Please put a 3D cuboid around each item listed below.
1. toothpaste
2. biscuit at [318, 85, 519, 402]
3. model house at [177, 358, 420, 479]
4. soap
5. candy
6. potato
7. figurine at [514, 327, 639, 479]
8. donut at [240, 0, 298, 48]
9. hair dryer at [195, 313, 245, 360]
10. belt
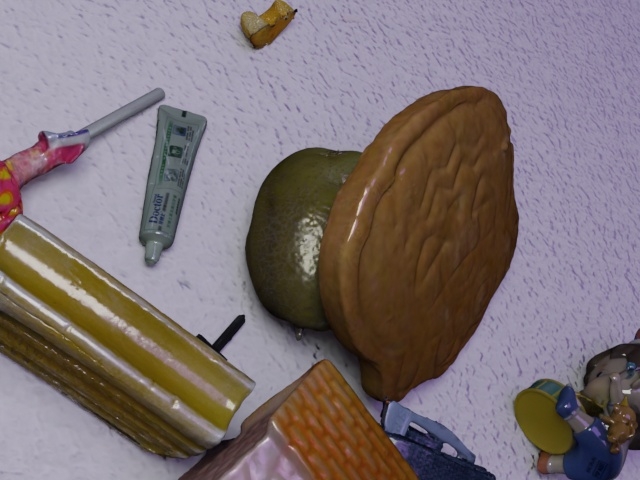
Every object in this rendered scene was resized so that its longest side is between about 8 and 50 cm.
[{"bbox_3d":[-0.185,-0.071,0.904,0.064,0.041,0.218,14,61,-15],"label":"toothpaste"},{"bbox_3d":[0.144,0.003,0.902,0.385,0.062,0.365,-46,135,-33],"label":"biscuit"},{"bbox_3d":[-0.034,0.273,0.722,0.237,0.237,0.202,-39,87,-29],"label":"model house"},{"bbox_3d":[-0.216,0.109,0.737,0.274,0.173,0.089,38,55,-10],"label":"soap"},{"bbox_3d":[-0.300,-0.093,0.829,0.124,0.124,0.365,49,47,-2],"label":"candy"},{"bbox_3d":[0.000,0.000,0.900,0.174,0.159,0.251,7,68,24],"label":"potato"},{"bbox_3d":[0.407,0.220,1.029,0.275,0.161,0.158,-18,43,-33],"label":"figurine"},{"bbox_3d":[-0.075,-0.309,1.037,0.038,0.067,0.083,44,91,14],"label":"donut"},{"bbox_3d":[-0.116,0.114,0.874,0.047,0.026,0.083,46,54,-5],"label":"hair dryer"},{"bbox_3d":[0.115,0.273,0.865,0.218,0.122,0.128,30,74,-19],"label":"belt"}]
